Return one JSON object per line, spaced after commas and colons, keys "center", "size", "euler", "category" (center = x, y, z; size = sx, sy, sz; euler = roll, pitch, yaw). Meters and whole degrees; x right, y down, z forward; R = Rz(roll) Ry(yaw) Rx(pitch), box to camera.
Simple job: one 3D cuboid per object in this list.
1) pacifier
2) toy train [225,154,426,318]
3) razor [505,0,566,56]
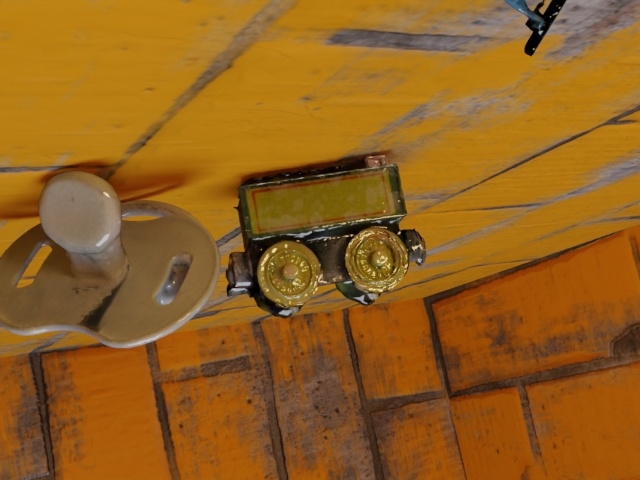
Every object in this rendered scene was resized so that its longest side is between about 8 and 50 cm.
{"center": [-0.252, -0.001, 1.066], "size": [0.279, 0.227, 0.207], "euler": [5, 141, 17], "category": "pacifier"}
{"center": [0.000, 0.000, 1.228], "size": [0.261, 0.177, 0.134], "euler": [-9, 169, -10], "category": "toy train"}
{"center": [0.121, -0.199, 0.659], "size": [0.082, 0.042, 0.253], "euler": [-59, 153, 12], "category": "razor"}
